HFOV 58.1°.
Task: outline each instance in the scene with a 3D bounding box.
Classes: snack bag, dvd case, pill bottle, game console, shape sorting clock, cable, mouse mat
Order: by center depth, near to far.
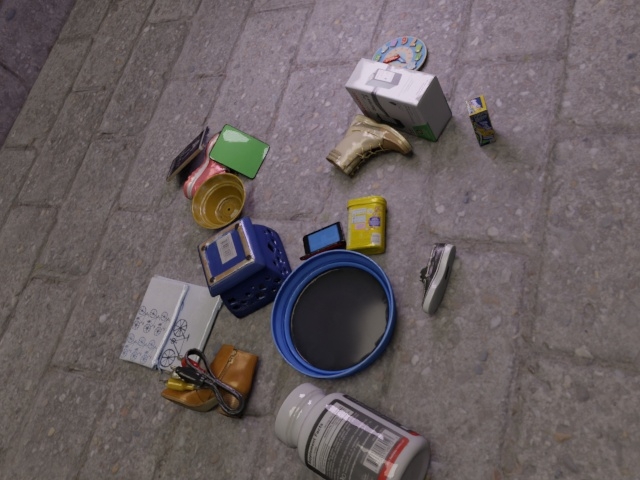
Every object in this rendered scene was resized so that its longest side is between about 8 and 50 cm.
[{"bbox_3d":[0.075,0.516,1.462,0.363,0.210,0.210,21,76,34],"label":"pill bottle"},{"bbox_3d":[-0.335,0.423,1.721,0.287,0.072,0.139,23,52,14],"label":"cable"},{"bbox_3d":[0.000,0.000,1.840,0.144,0.124,0.085,-23,84,16],"label":"game console"},{"bbox_3d":[-0.510,0.292,1.980,0.342,0.037,0.323,9,70,30],"label":"snack bag"},{"bbox_3d":[0.276,-0.649,2.051,0.206,0.040,0.206,-11,61,22],"label":"shape sorting clock"},{"bbox_3d":[-0.300,-0.329,2.134,0.189,0.007,0.153,26,76,-5],"label":"mouse mat"},{"bbox_3d":[-0.513,-0.337,2.243,0.221,0.018,0.164,-38,29,23],"label":"dvd case"}]

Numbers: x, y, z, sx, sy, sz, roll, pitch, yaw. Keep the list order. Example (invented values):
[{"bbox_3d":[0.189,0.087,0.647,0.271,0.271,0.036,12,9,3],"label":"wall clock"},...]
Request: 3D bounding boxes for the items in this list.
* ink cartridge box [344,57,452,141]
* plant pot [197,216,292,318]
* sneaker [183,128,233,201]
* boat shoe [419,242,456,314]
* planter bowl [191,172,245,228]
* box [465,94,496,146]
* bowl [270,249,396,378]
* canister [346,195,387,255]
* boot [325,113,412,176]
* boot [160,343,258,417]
[{"bbox_3d":[0.252,-0.454,1.862,0.289,0.211,0.121,26,81,35],"label":"ink cartridge box"},{"bbox_3d":[-0.249,0.076,1.849,0.236,0.212,0.236,-30,56,12],"label":"plant pot"},{"bbox_3d":[-0.379,-0.269,2.169,0.136,0.116,0.314,29,88,24],"label":"sneaker"},{"bbox_3d":[0.319,0.105,1.631,0.070,0.078,0.219,11,63,30],"label":"boat shoe"},{"bbox_3d":[-0.347,-0.126,2.070,0.217,0.090,0.217,-8,66,19],"label":"planter bowl"},{"bbox_3d":[0.479,-0.354,1.719,0.054,0.169,0.059,-16,60,19],"label":"box"},{"bbox_3d":[0.041,0.219,1.711,0.391,0.077,0.391,-12,61,22],"label":"bowl"},{"bbox_3d":[0.142,-0.043,1.794,0.126,0.073,0.170,-7,64,24],"label":"canister"},{"bbox_3d":[0.155,-0.291,1.898,0.262,0.095,0.203,35,84,37],"label":"boot"},{"bbox_3d":[-0.341,0.424,1.798,0.295,0.104,0.211,4,62,23],"label":"boot"}]
